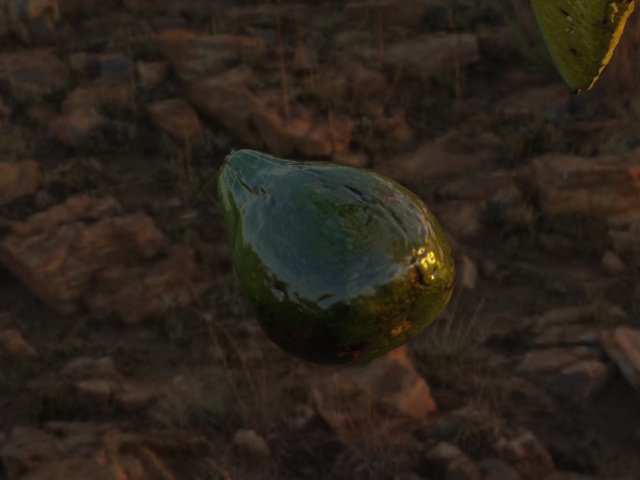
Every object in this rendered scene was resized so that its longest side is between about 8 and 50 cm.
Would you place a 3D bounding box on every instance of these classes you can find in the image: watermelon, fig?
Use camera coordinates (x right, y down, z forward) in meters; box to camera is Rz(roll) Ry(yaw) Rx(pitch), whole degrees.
[{"bbox_3d":[0.232,-0.221,0.962,0.123,0.301,0.129,-2,77,5],"label":"watermelon"},{"bbox_3d":[0.000,0.000,0.684,0.123,0.123,0.156,-25,60,-24],"label":"fig"}]
